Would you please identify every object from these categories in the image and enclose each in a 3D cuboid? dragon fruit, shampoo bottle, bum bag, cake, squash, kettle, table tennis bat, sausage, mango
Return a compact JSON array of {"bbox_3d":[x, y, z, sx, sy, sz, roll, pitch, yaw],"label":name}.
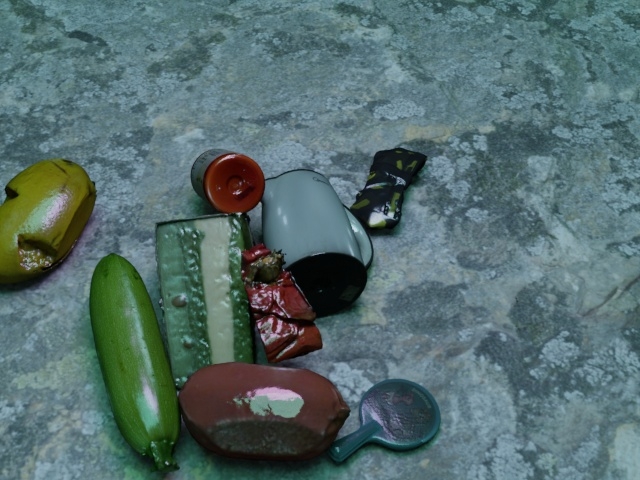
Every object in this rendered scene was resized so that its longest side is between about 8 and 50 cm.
[{"bbox_3d":[-0.064,0.094,1.338,0.092,0.122,0.192,-19,76,-3],"label":"dragon fruit"},{"bbox_3d":[-0.177,-0.112,1.536,0.104,0.104,0.278,-13,11,-14],"label":"shampoo bottle"},{"bbox_3d":[0.130,-0.103,1.644,0.106,0.060,0.233,11,46,20],"label":"bum bag"},{"bbox_3d":[-0.180,0.111,1.443,0.157,0.172,0.284,-6,81,1],"label":"cake"},{"bbox_3d":[-0.292,0.186,1.328,0.107,0.107,0.395,-15,53,-15],"label":"squash"},{"bbox_3d":[0.000,0.000,1.496,0.221,0.161,0.236,13,39,-29],"label":"kettle"},{"bbox_3d":[0.095,0.284,1.310,0.201,0.033,0.124,-24,52,-29],"label":"table tennis bat"},{"bbox_3d":[-0.083,0.255,1.255,0.254,0.148,0.148,-2,48,1],"label":"sausage"},{"bbox_3d":[-0.503,-0.035,1.510,0.167,0.130,0.262,7,52,12],"label":"mango"}]
